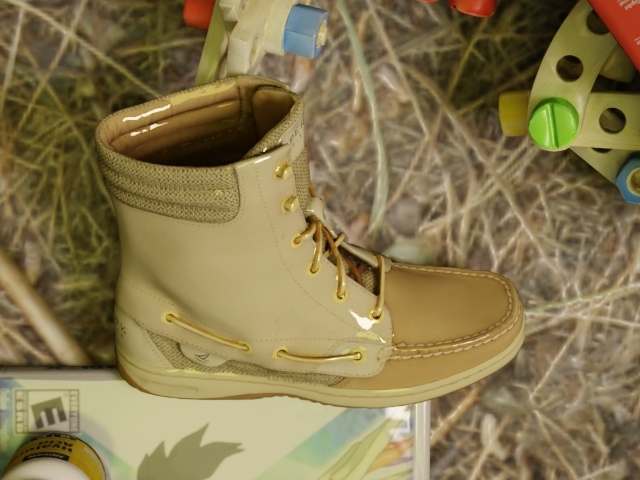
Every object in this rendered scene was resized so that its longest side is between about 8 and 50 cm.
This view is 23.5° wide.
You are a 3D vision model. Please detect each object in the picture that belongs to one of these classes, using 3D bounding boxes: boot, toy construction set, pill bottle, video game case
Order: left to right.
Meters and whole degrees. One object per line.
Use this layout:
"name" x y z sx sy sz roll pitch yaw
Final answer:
"pill bottle" -0.162 0.157 0.919 0.065 0.116 0.065 0 95 -5
"video game case" -0.079 0.245 1.010 0.300 0.036 0.329 0 94 -5
"boot" 0.000 0.000 0.924 0.262 0.095 0.203 0 131 0
"toy construction set" 0.085 -0.150 0.946 0.328 0.151 0.215 11 110 -4

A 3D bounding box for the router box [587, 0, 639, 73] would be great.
"router box" 0.305 -0.166 0.895 0.335 0.082 0.301 -41 98 -37
